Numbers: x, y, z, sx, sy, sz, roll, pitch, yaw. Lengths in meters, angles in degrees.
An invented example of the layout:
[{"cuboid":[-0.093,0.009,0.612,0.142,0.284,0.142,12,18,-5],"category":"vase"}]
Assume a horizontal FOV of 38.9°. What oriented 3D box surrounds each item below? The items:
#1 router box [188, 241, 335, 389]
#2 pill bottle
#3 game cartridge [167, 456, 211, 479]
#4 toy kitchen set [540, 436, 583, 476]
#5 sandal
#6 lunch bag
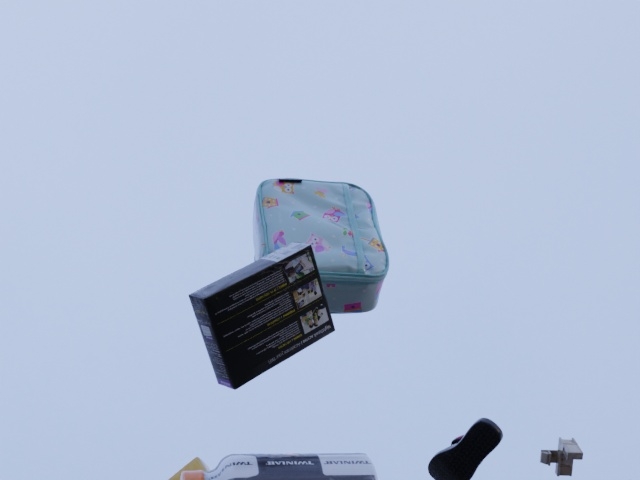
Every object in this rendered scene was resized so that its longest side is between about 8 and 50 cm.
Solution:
[{"cuboid":[-0.074,0.097,1.203,0.178,0.046,0.133,-26,-70,-33],"category":"router box"},{"cuboid":[-0.056,0.336,1.148,0.245,0.130,0.131,3,-53,-12],"category":"pill bottle"},{"cuboid":[-0.250,0.556,1.525,0.285,0.323,0.053,-38,-53,-9],"category":"game cartridge"},{"cuboid":[0.512,0.473,1.931,0.068,0.075,0.083,2,-77,-1],"category":"toy kitchen set"},{"cuboid":[0.241,0.344,1.476,0.067,0.040,0.179,42,-52,8],"category":"sandal"},{"cuboid":[0.000,0.000,1.540,0.223,0.279,0.108,1,-50,-9],"category":"lunch bag"}]
